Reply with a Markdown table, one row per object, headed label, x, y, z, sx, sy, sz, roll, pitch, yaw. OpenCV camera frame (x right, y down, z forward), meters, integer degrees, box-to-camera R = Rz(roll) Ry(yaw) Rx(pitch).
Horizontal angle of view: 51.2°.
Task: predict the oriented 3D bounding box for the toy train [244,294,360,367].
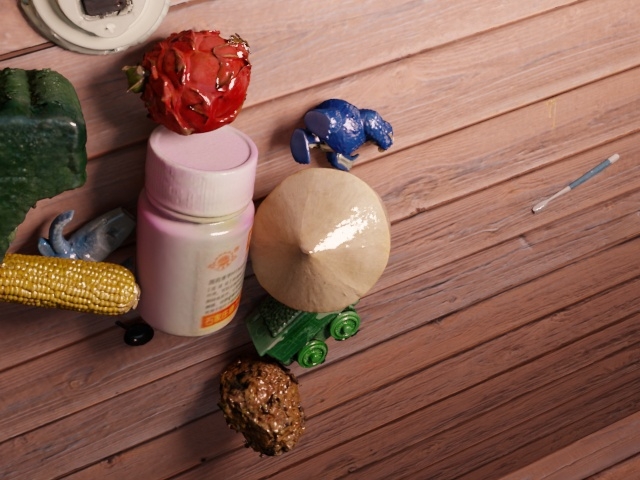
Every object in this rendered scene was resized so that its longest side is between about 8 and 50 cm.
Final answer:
| label | x | y | z | sx | sy | sz | roll | pitch | yaw |
| --- | --- | --- | --- | --- | --- | --- | --- | --- | --- |
| toy train | -0.032 | 0.193 | 1.642 | 0.266 | 0.145 | 0.202 | -44 | 133 | 9 |

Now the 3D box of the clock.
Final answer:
| label | x | y | z | sx | sy | sz | roll | pitch | yaw |
| --- | --- | --- | --- | --- | --- | --- | --- | --- | --- |
| clock | -0.337 | -0.386 | 1.016 | 0.236 | 0.053 | 0.236 | -16 | 134 | -17 |

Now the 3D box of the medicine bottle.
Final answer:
| label | x | y | z | sx | sy | sz | roll | pitch | yaw |
| --- | --- | --- | --- | --- | --- | --- | --- | --- | --- |
| medicine bottle | -0.242 | -0.019 | 1.281 | 0.219 | 0.219 | 0.388 | -7 | 130 | -24 |

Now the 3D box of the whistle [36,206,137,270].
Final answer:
| label | x | y | z | sx | sy | sz | roll | pitch | yaw |
| --- | --- | --- | --- | --- | --- | --- | --- | --- | --- |
| whistle | -0.468 | 0.033 | 1.292 | 0.269 | 0.093 | 0.180 | -39 | 131 | 6 |

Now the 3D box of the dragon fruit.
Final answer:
| label | x | y | z | sx | sy | sz | roll | pitch | yaw |
| --- | --- | --- | --- | --- | --- | --- | --- | --- | --- |
| dragon fruit | -0.209 | -0.261 | 1.114 | 0.209 | 0.172 | 0.172 | -15 | 135 | -1 |

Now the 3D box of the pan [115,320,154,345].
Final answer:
| label | x | y | z | sx | sy | sz | roll | pitch | yaw |
| --- | --- | --- | --- | --- | --- | --- | --- | --- | --- |
| pan | -0.427 | 0.200 | 1.514 | 0.068 | 0.023 | 0.115 | -34 | 139 | 3 |

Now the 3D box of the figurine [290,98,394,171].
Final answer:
| label | x | y | z | sx | sy | sz | roll | pitch | yaw |
| --- | --- | --- | --- | --- | --- | --- | --- | --- | --- |
| figurine | 0.053 | -0.223 | 1.344 | 0.164 | 0.121 | 0.262 | -26 | 167 | 31 |

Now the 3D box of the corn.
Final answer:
| label | x | y | z | sx | sy | sz | roll | pitch | yaw |
| --- | --- | --- | --- | --- | --- | --- | --- | --- | --- |
| corn | -0.475 | 0.075 | 1.209 | 0.293 | 0.106 | 0.106 | 12 | 122 | -27 |

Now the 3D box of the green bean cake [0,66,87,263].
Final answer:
| label | x | y | z | sx | sy | sz | roll | pitch | yaw |
| --- | --- | --- | --- | --- | --- | --- | --- | --- | --- |
| green bean cake | -0.534 | -0.114 | 1.069 | 0.300 | 0.169 | 0.308 | -5 | 131 | -23 |

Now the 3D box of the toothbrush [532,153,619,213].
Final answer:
| label | x | y | z | sx | sy | sz | roll | pitch | yaw |
| --- | --- | --- | --- | --- | --- | --- | --- | --- | --- |
| toothbrush | 0.699 | -0.154 | 1.829 | 0.275 | 0.019 | 0.025 | -33 | 142 | 2 |

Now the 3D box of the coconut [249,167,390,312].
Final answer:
| label | x | y | z | sx | sy | sz | roll | pitch | yaw |
| --- | --- | --- | --- | --- | --- | --- | --- | --- | --- |
| coconut | 0.000 | 0.000 | 1.359 | 0.328 | 0.329 | 0.329 | -16 | 134 | -17 |

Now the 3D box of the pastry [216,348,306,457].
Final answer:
| label | x | y | z | sx | sy | sz | roll | pitch | yaw |
| --- | --- | --- | --- | --- | --- | --- | --- | --- | --- |
| pastry | -0.160 | 0.417 | 1.684 | 0.192 | 0.275 | 0.275 | -16 | 137 | -42 |
